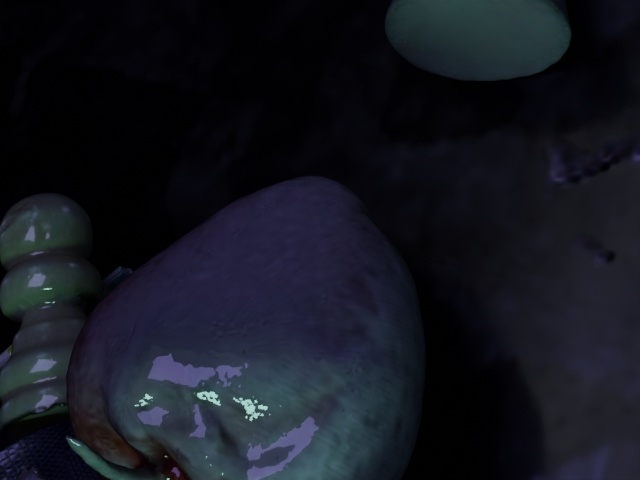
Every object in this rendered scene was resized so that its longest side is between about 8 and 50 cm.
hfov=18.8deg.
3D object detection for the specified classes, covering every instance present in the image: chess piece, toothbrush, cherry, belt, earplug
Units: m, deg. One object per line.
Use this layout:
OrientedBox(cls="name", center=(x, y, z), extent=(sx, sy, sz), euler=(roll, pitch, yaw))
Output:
OrientedBox(cls="chess piece", center=(-0.267, 0.070, 1.918), extent=(0.133, 0.133, 0.243), euler=(-19, 68, 23))
OrientedBox(cls="toothbrush", center=(-0.295, 0.104, 2.006), extent=(0.263, 0.026, 0.022), euler=(-36, 55, 16))
OrientedBox(cls="cherry", center=(-0.049, 0.120, 1.692), extent=(0.335, 0.291, 0.326), euler=(-37, 37, -6))
OrientedBox(cls="belt", center=(-0.279, 0.282, 1.848), extent=(0.230, 0.139, 0.126), euler=(-36, 57, 2))
OrientedBox(cls="earplug", center=(0.159, -0.321, 1.849), extent=(0.172, 0.172, 0.301), euler=(-9, 59, 27))

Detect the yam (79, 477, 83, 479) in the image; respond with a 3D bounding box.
OrientedBox(cls="yam", center=(-0.193, 0.414, 1.673), extent=(0.241, 0.241, 0.348), euler=(22, 78, 35))
